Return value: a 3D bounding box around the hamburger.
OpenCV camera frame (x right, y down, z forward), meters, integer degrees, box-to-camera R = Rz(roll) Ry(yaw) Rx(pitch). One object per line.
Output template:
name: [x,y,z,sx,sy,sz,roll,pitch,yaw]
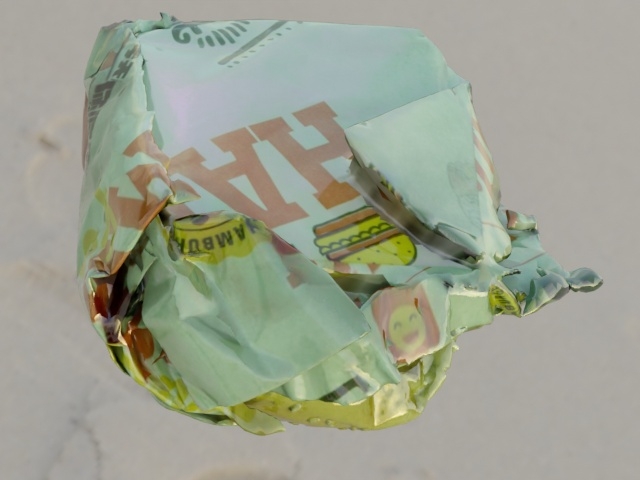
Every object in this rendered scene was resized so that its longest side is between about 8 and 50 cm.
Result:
hamburger: [0.004,-0.001,0.806,0.235,0.125,0.214,12,39,-23]
